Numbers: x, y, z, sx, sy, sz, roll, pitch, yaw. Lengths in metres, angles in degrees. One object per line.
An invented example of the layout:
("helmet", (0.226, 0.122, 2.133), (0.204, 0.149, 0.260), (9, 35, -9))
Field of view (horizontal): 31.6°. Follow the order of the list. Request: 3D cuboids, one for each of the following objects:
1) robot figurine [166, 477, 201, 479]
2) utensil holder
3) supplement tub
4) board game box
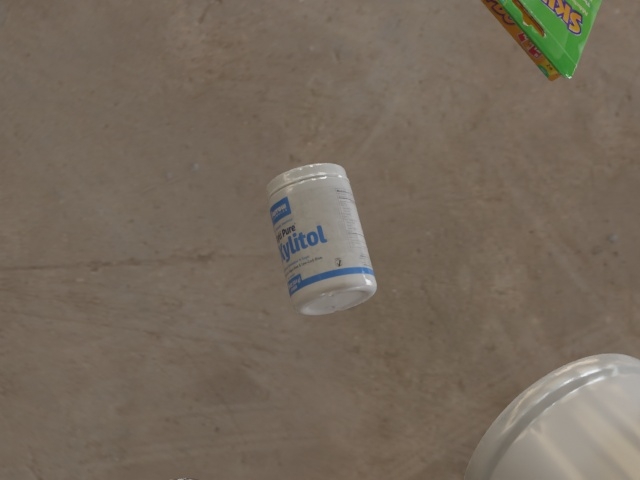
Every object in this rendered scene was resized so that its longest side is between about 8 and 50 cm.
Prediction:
("robot figurine", (-0.173, 0.330, 0.993), (0.278, 0.173, 0.209), (-33, 74, -9))
("utensil holder", (0.407, 0.378, 1.367), (0.327, 0.385, 0.328), (-15, 126, -21))
("supplement tub", (0.000, 0.000, 0.908), (0.071, 0.071, 0.107), (-7, 70, -26))
("board game box", (0.197, -0.244, 0.988), (0.124, 0.039, 0.259), (45, 41, -15))
